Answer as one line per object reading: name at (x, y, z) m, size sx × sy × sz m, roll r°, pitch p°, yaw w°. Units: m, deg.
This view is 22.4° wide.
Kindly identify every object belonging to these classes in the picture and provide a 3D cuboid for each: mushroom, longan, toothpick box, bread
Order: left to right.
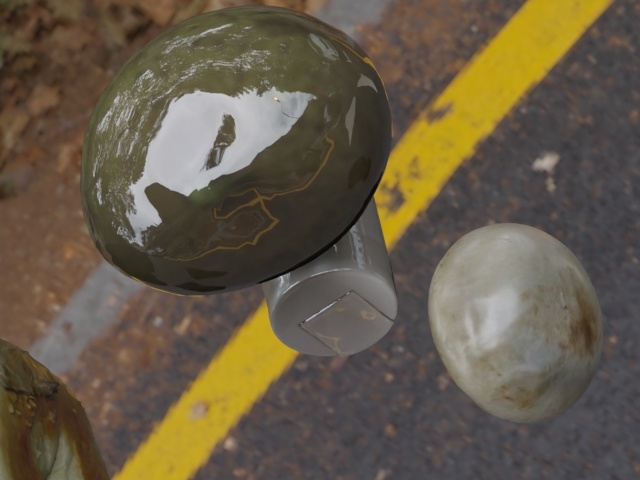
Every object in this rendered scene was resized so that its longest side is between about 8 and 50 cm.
bread at (-0.294, 0.179, 1.342) m, size 0.171 × 0.314 × 0.192 m, roll -18°, pitch 85°, yaw 10°
longan at (-0.068, -0.064, 1.229) m, size 0.246 × 0.215 × 0.246 m, roll -53°, pitch -5°, yaw -6°
toothpick box at (0.000, 0.000, 1.394) m, size 0.111 × 0.111 × 0.180 m, roll -36°, pitch 41°, yaw 24°
mushroom at (0.211, 0.094, 1.796) m, size 0.178 × 0.226 × 0.226 m, roll -33°, pitch 43°, yaw 46°
